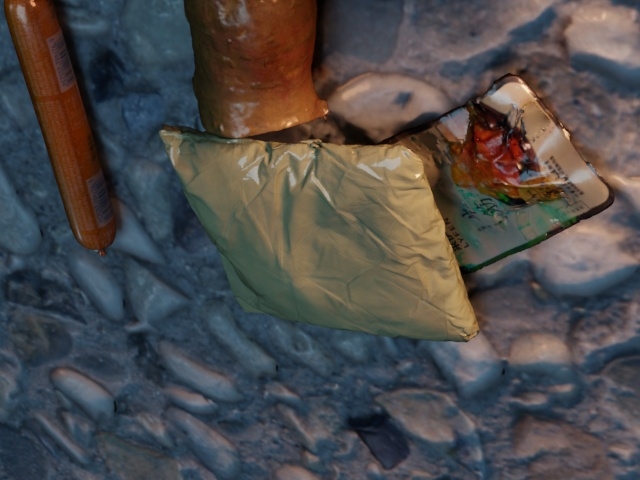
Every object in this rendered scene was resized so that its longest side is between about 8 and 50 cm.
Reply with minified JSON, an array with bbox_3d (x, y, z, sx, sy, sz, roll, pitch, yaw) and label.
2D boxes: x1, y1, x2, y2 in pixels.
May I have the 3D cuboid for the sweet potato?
[{"bbox_3d":[-0.068,-0.243,1.546,0.131,0.131,0.337,15,132,24],"label":"sweet potato"}]

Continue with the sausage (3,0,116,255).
[{"bbox_3d":[-0.275,-0.129,1.820,0.053,0.053,0.348,8,128,29],"label":"sausage"}]

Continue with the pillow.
[{"bbox_3d":[-0.001,0.001,1.689,0.280,0.076,0.274,7,141,28],"label":"pillow"}]

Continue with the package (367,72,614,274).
[{"bbox_3d":[0.153,-0.055,1.602,0.232,0.040,0.166,-26,107,45],"label":"package"}]
